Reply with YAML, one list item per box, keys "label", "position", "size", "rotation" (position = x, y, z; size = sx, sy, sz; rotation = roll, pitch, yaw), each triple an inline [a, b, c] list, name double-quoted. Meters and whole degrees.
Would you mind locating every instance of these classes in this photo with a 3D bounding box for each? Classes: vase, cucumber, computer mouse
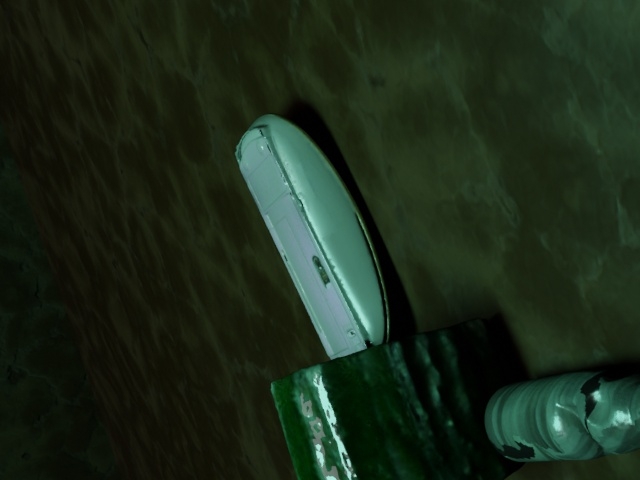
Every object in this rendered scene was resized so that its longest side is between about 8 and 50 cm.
- label: "vase"
  position: [0.178, 0.114, 0.795]
  size: [0.060, 0.060, 0.211]
  rotation: [66, 158, 2]
- label: "cucumber"
  position: [0.056, 0.146, 0.960]
  size: [0.191, 0.191, 0.130]
  rotation: [151, 104, -68]
- label: "computer mouse"
  position: [0.000, 0.000, 1.099]
  size: [0.245, 0.056, 0.126]
  rotation: [65, 158, 6]
